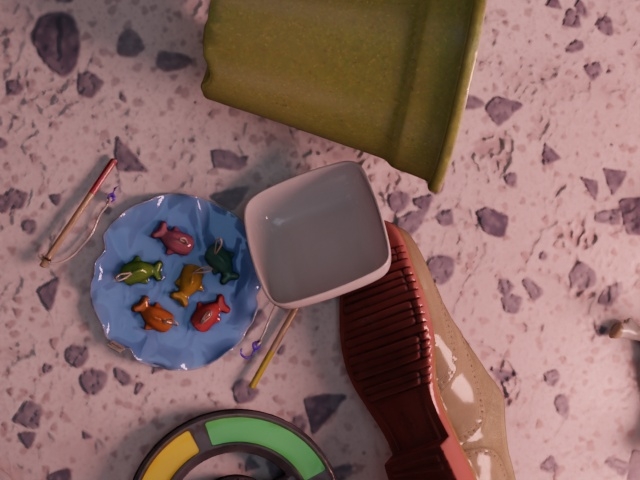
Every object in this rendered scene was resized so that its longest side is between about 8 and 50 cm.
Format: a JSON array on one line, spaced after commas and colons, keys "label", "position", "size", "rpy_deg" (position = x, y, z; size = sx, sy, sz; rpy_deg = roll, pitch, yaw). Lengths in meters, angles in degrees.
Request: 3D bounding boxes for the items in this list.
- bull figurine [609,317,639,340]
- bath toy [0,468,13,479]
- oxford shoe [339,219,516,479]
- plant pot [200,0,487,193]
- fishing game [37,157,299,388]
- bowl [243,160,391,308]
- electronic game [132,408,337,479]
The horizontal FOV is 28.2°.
[{"label": "bull figurine", "position": [0.446, 0.099, 1.406], "size": [0.188, 0.101, 0.310], "rpy_deg": [35, 84, -7]}, {"label": "bath toy", "position": [-0.411, 0.372, 1.226], "size": [0.151, 0.129, 0.348], "rpy_deg": [40, 82, -8]}, {"label": "oxford shoe", "position": [0.117, 0.144, 1.356], "size": [0.130, 0.123, 0.348], "rpy_deg": [-10, 85, -43]}, {"label": "plant pot", "position": [0.021, -0.206, 1.266], "size": [0.254, 0.276, 0.276], "rpy_deg": [11, 87, 2]}, {"label": "fishing game", "position": [-0.149, 0.043, 1.324], "size": [0.264, 0.041, 0.189], "rpy_deg": [35, 81, -8]}, {"label": "bowl", "position": [0.000, 0.000, 1.317], "size": [0.142, 0.053, 0.142], "rpy_deg": [-20, 62, 7]}, {"label": "electronic game", "position": [-0.089, 0.290, 1.328], "size": [0.229, 0.048, 0.229], "rpy_deg": [0, 89, -11]}]
